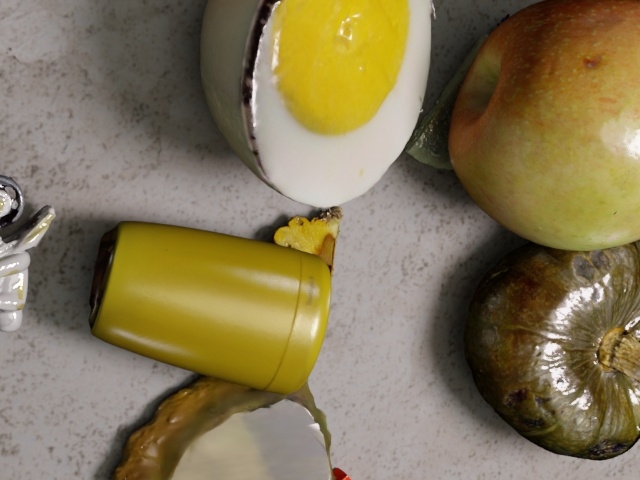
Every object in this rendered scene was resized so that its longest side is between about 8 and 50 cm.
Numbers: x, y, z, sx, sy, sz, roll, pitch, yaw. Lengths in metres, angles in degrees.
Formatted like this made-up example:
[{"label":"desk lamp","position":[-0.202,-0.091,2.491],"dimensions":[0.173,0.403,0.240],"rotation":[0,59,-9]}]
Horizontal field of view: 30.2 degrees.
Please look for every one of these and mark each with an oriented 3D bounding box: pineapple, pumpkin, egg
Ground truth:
[{"label":"pineapple","position":[0.000,0.000,1.505],"dimensions":[0.114,0.077,0.114],"rotation":[38,70,-26]},{"label":"pumpkin","position":[0.314,0.137,1.555],"dimensions":[0.232,0.242,0.325],"rotation":[-3,95,-29]},{"label":"egg","position":[-0.029,-0.212,1.390],"dimensions":[0.337,0.201,0.337],"rotation":[-17,114,-43]}]

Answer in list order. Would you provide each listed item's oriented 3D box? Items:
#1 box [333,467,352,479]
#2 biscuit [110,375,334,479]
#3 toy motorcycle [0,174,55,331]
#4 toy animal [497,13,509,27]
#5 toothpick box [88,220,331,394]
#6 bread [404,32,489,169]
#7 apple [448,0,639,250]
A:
[{"label":"box","position":[0.002,0.390,1.573],"dimensions":[0.152,0.048,0.100],"rotation":[-41,111,-9]},{"label":"biscuit","position":[-0.082,0.322,1.485],"dimensions":[0.329,0.078,0.335],"rotation":[-42,96,-11]},{"label":"toy motorcycle","position":[-0.391,0.040,1.357],"dimensions":[0.151,0.074,0.229],"rotation":[40,81,-24]},{"label":"toy animal","position":[0.306,-0.214,1.608],"dimensions":[0.075,0.041,0.217],"rotation":[-33,112,-15]},{"label":"toothpick box","position":[-0.138,0.072,1.403],"dimensions":[0.271,0.175,0.175],"rotation":[14,92,-13]},{"label":"bread","position":[0.206,-0.165,1.577],"dimensions":[0.112,0.036,0.193],"rotation":[37,84,-23]},{"label":"apple","position":[0.310,-0.146,1.440],"dimensions":[0.277,0.319,0.319],"rotation":[11,94,-23]}]
